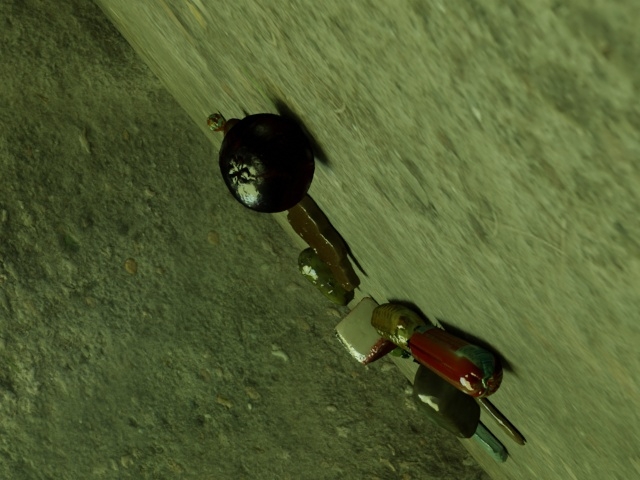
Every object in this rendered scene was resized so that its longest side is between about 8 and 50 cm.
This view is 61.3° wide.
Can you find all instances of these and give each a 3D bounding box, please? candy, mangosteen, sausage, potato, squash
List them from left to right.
[{"bbox_3d":[-0.264,-0.302,1.598,0.056,0.049,0.184,-21,126,38],"label":"candy"},{"bbox_3d":[-0.073,-0.117,0.804,0.152,0.152,0.152,50,175,6],"label":"mangosteen"},{"bbox_3d":[0.026,0.118,1.787,0.251,0.113,0.149,42,170,-16],"label":"potato"},{"bbox_3d":[0.217,0.333,1.918,0.252,0.066,0.066,48,175,20],"label":"squash"},{"bbox_3d":[0.286,0.361,1.217,0.104,0.102,0.234,19,158,41],"label":"candy"},{"bbox_3d":[0.207,0.185,0.831,0.083,0.083,0.264,50,174,-5],"label":"sausage"}]

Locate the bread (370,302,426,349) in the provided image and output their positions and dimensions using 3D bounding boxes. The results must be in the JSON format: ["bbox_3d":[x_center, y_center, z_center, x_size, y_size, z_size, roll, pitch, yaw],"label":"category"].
[{"bbox_3d":[0.167,0.186,1.201,0.084,0.077,0.367,48,176,3],"label":"bread"}]

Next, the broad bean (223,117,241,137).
[{"bbox_3d":[-0.143,-0.186,1.135,0.165,0.084,0.114,55,-178,17],"label":"broad bean"}]

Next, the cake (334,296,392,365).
[{"bbox_3d":[0.192,0.259,1.698,0.158,0.159,0.262,48,-151,20],"label":"cake"}]

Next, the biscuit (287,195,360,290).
[{"bbox_3d":[0.007,0.003,1.317,0.319,0.047,0.183,55,165,-20],"label":"biscuit"}]

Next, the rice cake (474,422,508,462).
[{"bbox_3d":[0.446,0.541,1.578,0.237,0.043,0.127,47,176,38],"label":"rice cake"}]

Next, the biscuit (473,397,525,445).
[{"bbox_3d":[0.366,0.367,1.124,0.147,0.018,0.071,45,175,36],"label":"biscuit"}]
